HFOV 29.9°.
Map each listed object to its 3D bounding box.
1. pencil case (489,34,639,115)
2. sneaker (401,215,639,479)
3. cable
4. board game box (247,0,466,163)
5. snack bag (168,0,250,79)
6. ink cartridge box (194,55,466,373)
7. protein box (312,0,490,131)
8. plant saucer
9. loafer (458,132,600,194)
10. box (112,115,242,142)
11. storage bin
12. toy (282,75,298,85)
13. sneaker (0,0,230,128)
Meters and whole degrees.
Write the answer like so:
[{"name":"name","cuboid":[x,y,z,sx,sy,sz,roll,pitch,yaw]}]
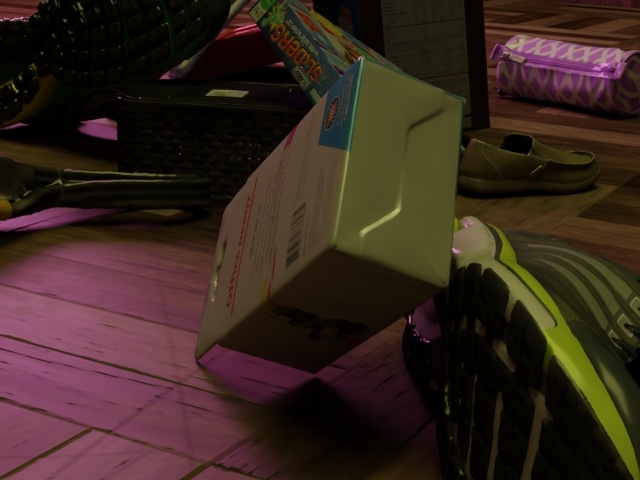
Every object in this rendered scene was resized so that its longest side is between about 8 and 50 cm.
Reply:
[{"name":"pencil case","cuboid":[0.314,-0.212,1.506,0.206,0.086,0.088,17,-13,44]},{"name":"sneaker","cuboid":[0.115,0.052,0.548,0.121,0.111,0.300,5,18,-5]},{"name":"cable","cuboid":[-0.223,-0.023,0.897,0.287,0.072,0.139,4,-6,-40]},{"name":"board game box","cuboid":[0.038,-0.133,1.041,0.201,0.035,0.136,24,27,-49]},{"name":"snack bag","cuboid":[-0.081,-0.314,1.425,0.037,0.323,0.342,41,-4,-12]},{"name":"ink cartridge box","cuboid":[0.000,0.000,0.614,0.062,0.104,0.181,19,-28,-19]},{"name":"protein box","cuboid":[0.080,-0.227,1.296,0.136,0.201,0.200,-9,18,-12]},{"name":"plant saucer","cuboid":[-0.047,-0.278,1.634,0.259,0.047,0.258,-11,14,11]},{"name":"loafer","cuboid":[0.189,-0.070,1.069,0.148,0.050,0.056,-7,19,-28]},{"name":"box","cuboid":[-0.141,-0.145,1.313,0.136,0.036,0.225,-10,19,-37]},{"name":"storage bin","cuboid":[-0.077,-0.088,1.038,0.180,0.084,0.122,5,17,7]},{"name":"toy","cuboid":[0.077,-0.204,1.507,0.237,0.056,0.137,8,19,21]},{"name":"sneaker","cuboid":[-0.207,-0.198,1.178,0.344,0.134,0.146,-12,-5,43]}]
